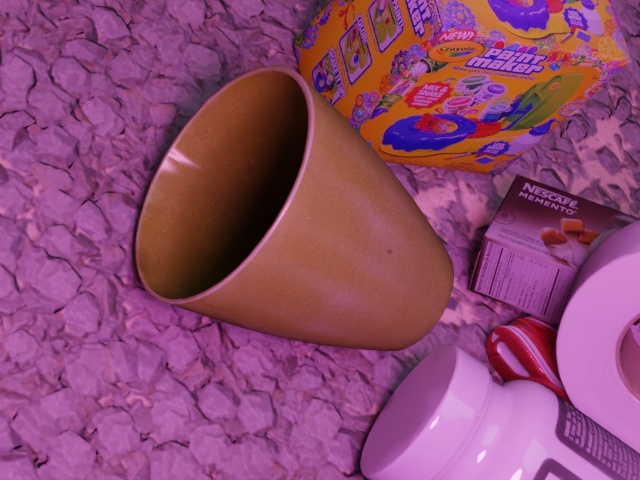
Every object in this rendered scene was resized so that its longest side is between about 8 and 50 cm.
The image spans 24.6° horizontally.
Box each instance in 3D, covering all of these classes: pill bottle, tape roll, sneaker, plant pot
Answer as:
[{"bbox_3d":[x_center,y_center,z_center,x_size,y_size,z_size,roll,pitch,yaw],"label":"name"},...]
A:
[{"bbox_3d":[0.238,0.281,1.582,0.363,0.210,0.210,36,48,-10],"label":"pill bottle"},{"bbox_3d":[0.414,0.115,1.662,0.286,0.286,0.100,42,31,-5],"label":"tape roll"},{"bbox_3d":[0.311,0.178,1.783,0.128,0.087,0.221,-25,79,-40],"label":"sneaker"},{"bbox_3d":[0.000,0.000,1.591,0.293,0.275,0.274,30,47,-34],"label":"plant pot"}]

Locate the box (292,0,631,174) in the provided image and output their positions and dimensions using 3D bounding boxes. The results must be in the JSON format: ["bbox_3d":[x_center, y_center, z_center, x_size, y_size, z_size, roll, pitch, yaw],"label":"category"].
[{"bbox_3d":[0.169,-0.235,1.817,0.290,0.279,0.177,4,60,-32],"label":"box"}]

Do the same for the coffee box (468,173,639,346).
[{"bbox_3d":[0.327,0.031,1.807,0.246,0.098,0.141,22,42,13],"label":"coffee box"}]
